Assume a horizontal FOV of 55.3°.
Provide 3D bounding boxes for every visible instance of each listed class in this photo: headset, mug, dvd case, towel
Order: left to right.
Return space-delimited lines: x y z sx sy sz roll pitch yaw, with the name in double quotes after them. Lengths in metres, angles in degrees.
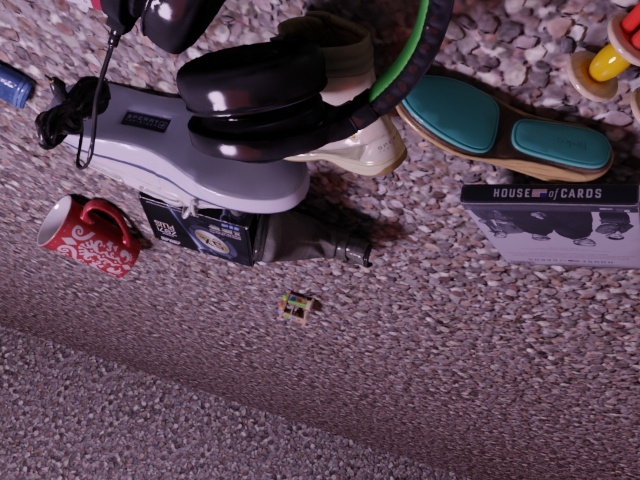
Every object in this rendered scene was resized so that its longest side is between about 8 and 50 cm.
-0.472 -0.235 0.864 0.120 0.029 0.067 31 151 -22 "towel"
-0.444 -0.001 1.206 0.150 0.113 0.169 -7 147 44 "mug"
-0.084 -0.181 0.521 0.395 0.185 0.243 -25 114 17 "headset"
0.287 -0.012 0.730 0.180 0.029 0.239 3 164 30 "dvd case"

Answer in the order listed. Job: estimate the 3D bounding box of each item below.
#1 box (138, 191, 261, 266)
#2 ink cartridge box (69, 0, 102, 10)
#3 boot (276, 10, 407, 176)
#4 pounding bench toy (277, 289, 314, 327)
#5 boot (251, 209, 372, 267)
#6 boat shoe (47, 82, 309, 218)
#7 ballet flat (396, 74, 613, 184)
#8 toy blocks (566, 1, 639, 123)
-0.185 -0.042 0.990 0.180 0.077 0.147 17 154 4 "box"
-0.250 -0.294 0.557 0.175 0.072 0.127 17 154 3 "ink cartridge box"
-0.016 -0.161 0.653 0.213 0.077 0.165 20 149 36 "boot"
-0.051 0.136 1.270 0.065 0.052 0.083 20 154 -2 "pounding bench toy"
0.000 0.000 0.881 0.161 0.083 0.246 14 -174 7 "boot"
-0.183 -0.094 0.827 0.368 0.135 0.156 15 153 13 "boat shoe"
0.181 -0.104 0.636 0.233 0.080 0.073 20 165 0 "ballet flat"
0.294 -0.156 0.483 0.123 0.054 0.148 24 153 -9 "toy blocks"
